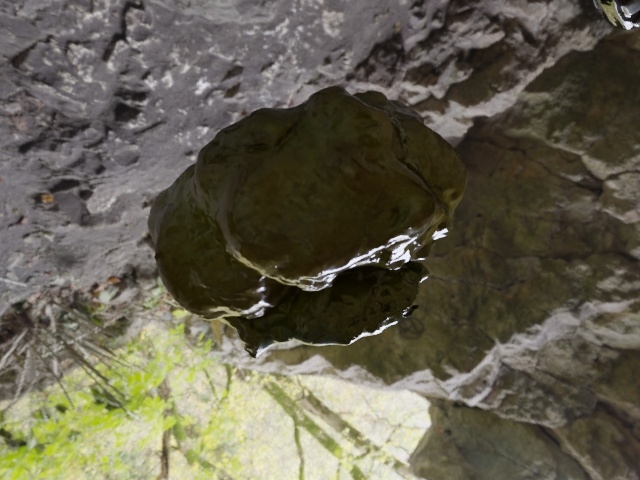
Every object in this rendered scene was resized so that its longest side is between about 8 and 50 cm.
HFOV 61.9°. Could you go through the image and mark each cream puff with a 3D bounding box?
[{"bbox_3d":[0.001,0.000,0.466,0.282,0.185,0.282,-23,168,-5],"label":"cream puff"}]

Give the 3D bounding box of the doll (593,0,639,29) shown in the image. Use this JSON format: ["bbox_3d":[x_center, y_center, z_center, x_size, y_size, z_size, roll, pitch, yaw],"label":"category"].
[{"bbox_3d":[0.161,-0.181,0.281,0.219,0.067,0.091,16,114,-39],"label":"doll"}]
